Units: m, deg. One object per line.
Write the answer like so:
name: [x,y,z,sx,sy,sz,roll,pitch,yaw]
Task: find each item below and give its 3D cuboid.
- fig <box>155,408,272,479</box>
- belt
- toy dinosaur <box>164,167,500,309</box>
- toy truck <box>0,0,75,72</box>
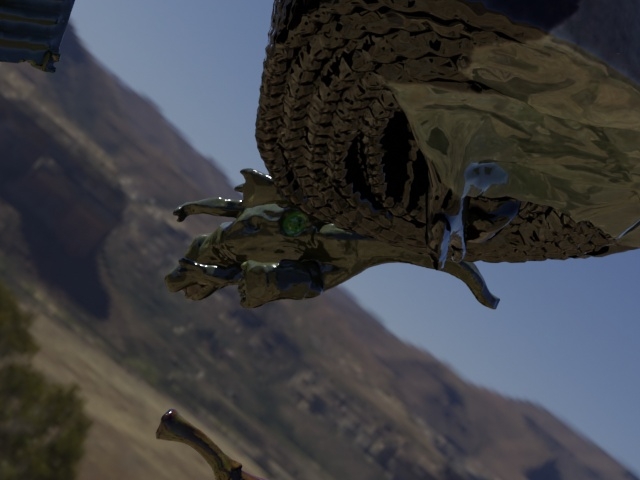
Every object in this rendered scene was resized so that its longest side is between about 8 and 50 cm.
fig: [-0.058,0.292,1.363,0.321,0.217,0.217,60,-10,-18]
belt: [0.065,-0.067,0.550,0.184,0.164,0.289,11,-14,4]
toy dinosaur: [0.000,0.000,0.914,0.187,0.087,0.179,3,2,42]
toy truck: [-0.145,-0.217,0.614,0.121,0.259,0.088,25,14,22]
